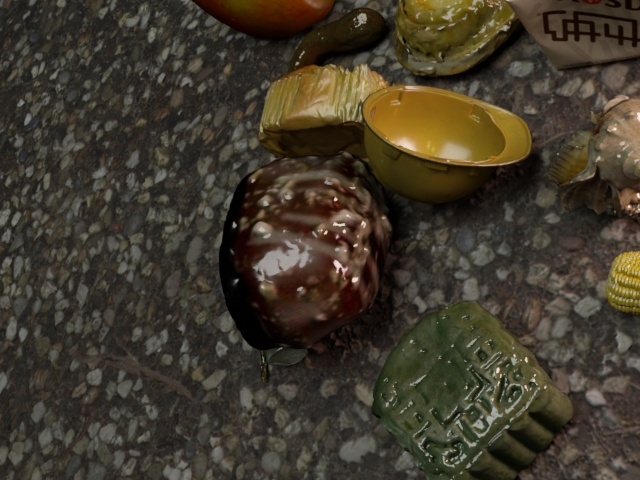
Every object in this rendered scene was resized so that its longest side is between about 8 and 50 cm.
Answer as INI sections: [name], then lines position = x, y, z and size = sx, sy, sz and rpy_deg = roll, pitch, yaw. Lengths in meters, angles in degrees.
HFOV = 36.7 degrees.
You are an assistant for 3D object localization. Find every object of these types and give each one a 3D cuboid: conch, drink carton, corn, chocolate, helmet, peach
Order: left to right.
[peach]
position = -0.161, -0.558, 1.859
size = 0.380, 0.306, 0.242
rpy_deg = 25, 77, 38
[chocolate]
position = 0.000, 0.000, 1.474
size = 0.210, 0.225, 0.340
rpy_deg = -15, 40, 27
[helmet]
position = 0.174, -0.125, 1.458
size = 0.205, 0.256, 0.140
rpy_deg = -80, 3, -51
[conch]
position = 0.388, -0.118, 1.285
size = 0.178, 0.163, 0.245
rpy_deg = -20, 24, 11
[drink carton]
position = 0.445, -0.357, 1.332
size = 0.324, 0.194, 0.132
rpy_deg = -3, 64, 38
[corn]
position = 0.443, 0.058, 1.206
size = 0.165, 0.063, 0.085
rpy_deg = 4, 46, 38

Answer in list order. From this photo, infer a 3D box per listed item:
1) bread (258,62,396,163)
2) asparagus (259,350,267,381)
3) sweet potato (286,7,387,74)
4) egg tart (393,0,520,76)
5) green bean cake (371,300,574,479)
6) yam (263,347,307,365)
[bread]
position = 0.021, -0.207, 1.603
size = 0.250, 0.179, 0.133
rpy_deg = -6, 59, 37
[asparagus]
position = -0.100, 0.165, 1.612
size = 0.016, 0.016, 0.163
rpy_deg = -13, 56, 3
[sweet potato]
position = 0.019, -0.361, 1.768
size = 0.233, 0.062, 0.081
rpy_deg = -26, 55, 29
[egg tart]
position = 0.224, -0.401, 1.602
size = 0.278, 0.095, 0.279
rpy_deg = -19, 57, 32
[green bean cake]
position = 0.189, 0.213, 1.287
size = 0.222, 0.125, 0.227
rpy_deg = -49, 42, 6
[yam]
position = -0.077, 0.128, 1.576
size = 0.068, 0.068, 0.169
rpy_deg = -38, 48, 17
